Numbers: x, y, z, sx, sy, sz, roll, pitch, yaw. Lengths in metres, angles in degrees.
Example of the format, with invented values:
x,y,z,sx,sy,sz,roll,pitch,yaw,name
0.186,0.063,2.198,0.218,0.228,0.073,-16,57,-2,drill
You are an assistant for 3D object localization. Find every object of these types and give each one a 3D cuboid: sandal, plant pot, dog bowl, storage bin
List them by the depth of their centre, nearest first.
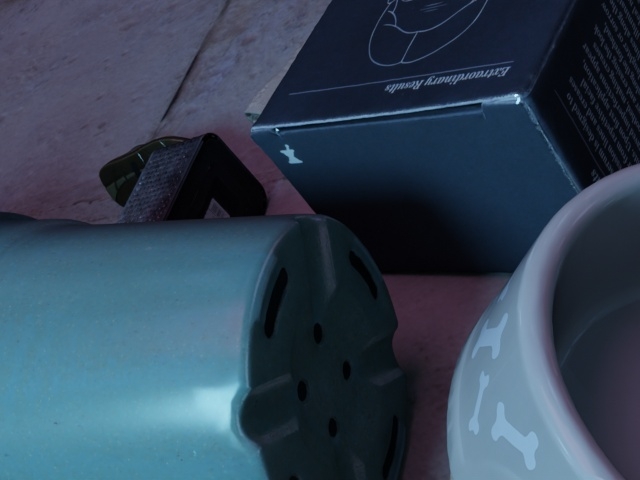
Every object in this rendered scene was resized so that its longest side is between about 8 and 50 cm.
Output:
x,y,z,sx,sy,sz,roll,pitch,yaw,name
0.244,0.089,0.566,0.348,0.102,0.349,3,46,-3,dog bowl
-0.128,0.123,0.895,0.334,0.341,0.341,-8,45,28,plant pot
-0.145,-0.015,1.220,0.084,0.122,0.180,-12,43,37,storage bin
-0.199,-0.090,1.415,0.219,0.090,0.060,-12,21,46,sandal

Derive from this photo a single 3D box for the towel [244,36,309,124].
x,y,z,sx,sy,sz,roll,pitch,yaw,name
0.041,-0.191,1.305,0.187,0.049,0.282,-49,33,-14,towel

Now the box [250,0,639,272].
x,y,z,sx,sy,sz,roll,pitch,yaw,name
0.177,-0.183,1.012,0.293,0.212,0.395,0,51,44,box

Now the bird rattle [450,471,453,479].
x,y,z,sx,sy,sz,roll,pitch,yaw,name
0.168,0.163,0.754,0.253,0.143,0.207,-53,22,5,bird rattle
